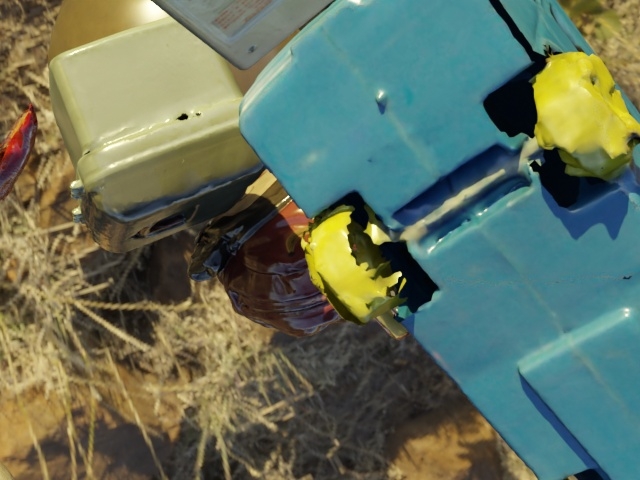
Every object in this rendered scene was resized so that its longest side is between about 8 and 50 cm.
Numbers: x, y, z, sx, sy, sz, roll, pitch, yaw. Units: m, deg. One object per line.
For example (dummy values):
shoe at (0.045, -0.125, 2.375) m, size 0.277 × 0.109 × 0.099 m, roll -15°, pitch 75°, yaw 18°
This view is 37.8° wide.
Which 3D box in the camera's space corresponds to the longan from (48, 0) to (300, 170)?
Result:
longan at (-0.192, -0.240, 1.352) m, size 0.404 × 0.336 × 0.404 m, roll 2°, pitch 83°, yaw -13°

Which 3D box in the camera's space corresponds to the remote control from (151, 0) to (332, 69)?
remote control at (-0.052, -0.148, 0.469) m, size 0.087 × 0.029 × 0.190 m, roll -38°, pitch 160°, yaw 11°

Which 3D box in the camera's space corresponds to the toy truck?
toy truck at (0.132, 0.025, 0.477) m, size 0.161 × 0.162 × 0.385 m, roll -35°, pitch 106°, yaw 27°

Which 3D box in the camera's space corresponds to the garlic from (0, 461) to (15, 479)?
garlic at (-0.349, 0.268, 0.907) m, size 0.198 × 0.090 × 0.128 m, roll 34°, pitch 116°, yaw -15°

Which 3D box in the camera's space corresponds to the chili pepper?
chili pepper at (-0.484, -0.118, 1.443) m, size 0.050 × 0.059 × 0.268 m, roll 8°, pitch 138°, yaw -40°

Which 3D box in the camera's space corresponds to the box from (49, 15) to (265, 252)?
box at (-0.130, -0.075, 0.720) m, size 0.148 × 0.210 × 0.129 m, roll -23°, pitch 89°, yaw -16°

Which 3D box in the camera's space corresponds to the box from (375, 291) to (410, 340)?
box at (0.147, 0.025, 1.329) m, size 0.120 × 0.069 × 0.224 m, roll 46°, pitch 62°, yaw -2°

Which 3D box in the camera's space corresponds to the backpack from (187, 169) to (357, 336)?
backpack at (-0.001, -0.002, 0.856) m, size 0.229 × 0.229 × 0.139 m, roll -36°, pitch 113°, yaw 1°
